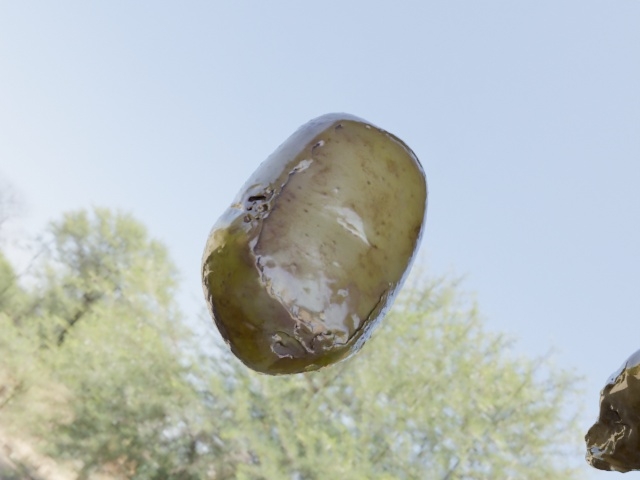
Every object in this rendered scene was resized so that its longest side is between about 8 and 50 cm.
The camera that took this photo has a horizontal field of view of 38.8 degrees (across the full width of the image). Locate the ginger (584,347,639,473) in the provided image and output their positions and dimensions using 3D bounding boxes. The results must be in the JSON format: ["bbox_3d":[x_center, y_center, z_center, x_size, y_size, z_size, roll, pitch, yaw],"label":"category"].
[{"bbox_3d":[0.176,0.023,0.241,0.133,0.214,0.058,51,28,-66],"label":"ginger"}]

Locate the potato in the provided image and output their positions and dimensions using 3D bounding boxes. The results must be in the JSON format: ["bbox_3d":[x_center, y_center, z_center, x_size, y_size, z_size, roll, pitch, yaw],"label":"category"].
[{"bbox_3d":[0.000,0.000,0.498,0.107,0.170,0.080,42,-33,-20],"label":"potato"}]
